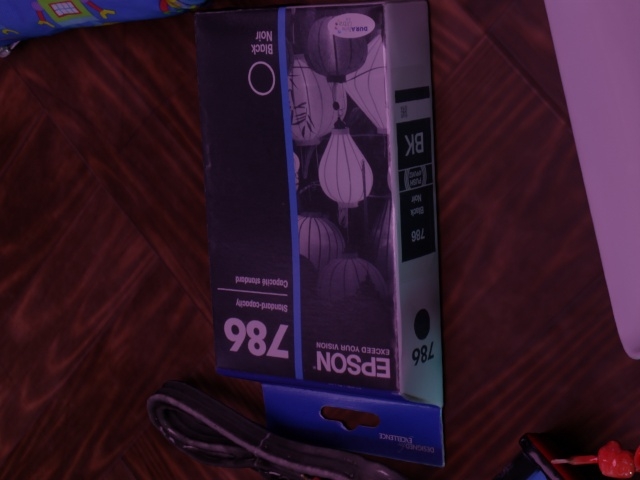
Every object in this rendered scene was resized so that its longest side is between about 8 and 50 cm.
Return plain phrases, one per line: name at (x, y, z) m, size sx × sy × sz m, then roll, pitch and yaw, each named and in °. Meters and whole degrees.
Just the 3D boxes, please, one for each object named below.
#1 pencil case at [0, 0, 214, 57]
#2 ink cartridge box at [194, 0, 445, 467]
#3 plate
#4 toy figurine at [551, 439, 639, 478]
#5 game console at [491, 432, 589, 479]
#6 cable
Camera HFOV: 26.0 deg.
pencil case at (-0.201, -0.207, 1.038) m, size 0.306 × 0.119 × 0.133 m, roll -6°, pitch 135°, yaw 35°
ink cartridge box at (0.000, 0.000, 0.978) m, size 0.165 × 0.065 × 0.333 m, roll 2°, pitch 102°, yaw 34°
plate at (0.211, -0.111, 0.713) m, size 0.278 × 0.045 × 0.277 m, roll 126°, pitch 140°, yaw -59°
toy figurine at (0.276, 0.027, 0.682) m, size 0.362 × 0.191 × 0.217 m, roll 152°, pitch 129°, yaw -75°
game console at (0.160, 0.204, 0.897) m, size 0.085 × 0.124 × 0.144 m, roll -44°, pitch 73°, yaw 6°
cable at (-0.030, 0.177, 1.012) m, size 0.287 × 0.072 × 0.139 m, roll 25°, pitch 149°, yaw 24°
